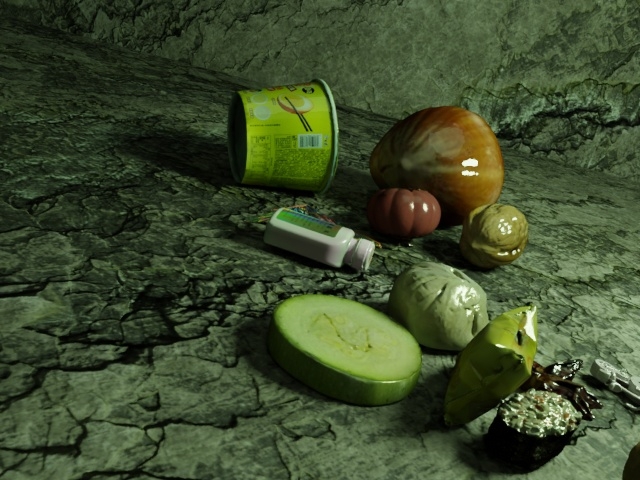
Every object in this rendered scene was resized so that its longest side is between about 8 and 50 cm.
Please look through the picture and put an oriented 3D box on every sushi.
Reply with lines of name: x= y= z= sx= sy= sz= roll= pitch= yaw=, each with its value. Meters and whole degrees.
sushi: x=0.302 y=0.262 z=0.973 sx=0.150 sy=0.078 sz=0.090 roll=-2 pitch=27 yaw=-40

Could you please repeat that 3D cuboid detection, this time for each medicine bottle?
medicine bottle: x=0.000 y=0.000 z=1.428 sx=0.219 sy=0.078 sz=0.115 roll=19 pitch=19 yaw=10

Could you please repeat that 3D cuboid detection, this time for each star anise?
star anise: x=0.388 y=0.235 z=1.135 sx=0.157 sy=0.053 sz=0.212 roll=4 pitch=22 yaw=-25

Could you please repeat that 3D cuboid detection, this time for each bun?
bun: x=0.223 y=0.111 z=1.237 sx=0.193 sy=0.127 sz=0.178 roll=10 pitch=20 yaw=-18

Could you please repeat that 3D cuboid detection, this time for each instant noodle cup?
instant noodle cup: x=-0.108 y=-0.265 z=1.764 sx=0.222 sy=0.311 sz=0.311 roll=-3 pitch=26 yaw=-20

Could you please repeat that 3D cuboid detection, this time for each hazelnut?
hazelnut: x=0.309 y=-0.200 z=1.831 sx=0.373 sy=0.315 sz=0.372 roll=3 pitch=8 yaw=0

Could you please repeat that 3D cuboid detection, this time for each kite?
kite: x=-0.019 y=-0.040 z=1.611 sx=0.321 sy=0.016 sz=0.234 roll=12 pitch=20 yaw=-10

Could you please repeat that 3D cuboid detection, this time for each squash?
squash: x=0.045 y=0.163 z=1.088 sx=0.252 sy=0.048 sz=0.252 roll=14 pitch=21 yaw=-5

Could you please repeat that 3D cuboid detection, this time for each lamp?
lamp: x=0.197 y=-0.058 z=1.647 sx=0.182 sy=0.140 sz=0.182 roll=5 pitch=5 yaw=0

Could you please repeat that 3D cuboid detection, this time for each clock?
clock: x=0.535 y=0.254 z=1.205 sx=0.129 sy=0.041 sz=0.087 roll=29 pitch=21 yaw=20

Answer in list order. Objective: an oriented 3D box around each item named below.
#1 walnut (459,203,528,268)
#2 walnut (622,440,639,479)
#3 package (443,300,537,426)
walnut: x=0.403 y=-0.010 z=1.622 sx=0.155 sy=0.155 sz=0.184 roll=27 pitch=32 yaw=29
walnut: x=0.481 y=0.316 z=0.811 sx=0.198 sy=0.198 sz=0.245 roll=7 pitch=19 yaw=-21
package: x=0.258 y=0.186 z=1.039 sx=0.090 sy=0.168 sz=0.226 roll=43 pitch=29 yaw=7
